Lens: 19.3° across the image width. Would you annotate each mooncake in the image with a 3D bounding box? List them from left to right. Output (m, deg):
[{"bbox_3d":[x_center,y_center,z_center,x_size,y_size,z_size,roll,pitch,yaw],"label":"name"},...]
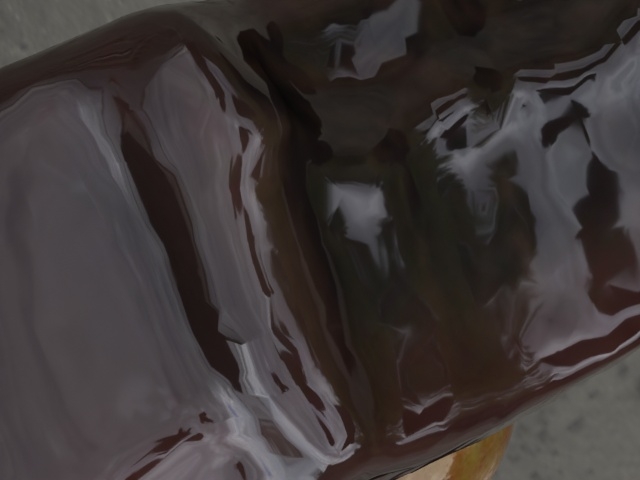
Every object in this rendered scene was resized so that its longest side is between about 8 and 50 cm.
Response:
[{"bbox_3d":[0.000,0.000,0.642,0.334,0.326,0.174,-21,89,22],"label":"mooncake"}]

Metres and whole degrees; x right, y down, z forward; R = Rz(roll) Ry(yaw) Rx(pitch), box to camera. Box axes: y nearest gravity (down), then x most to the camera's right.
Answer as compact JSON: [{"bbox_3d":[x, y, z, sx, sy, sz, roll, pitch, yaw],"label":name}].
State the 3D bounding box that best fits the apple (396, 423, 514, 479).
[{"bbox_3d":[0.000,0.085,0.906,0.199,0.199,0.199,-10,122,-16],"label":"apple"}]
